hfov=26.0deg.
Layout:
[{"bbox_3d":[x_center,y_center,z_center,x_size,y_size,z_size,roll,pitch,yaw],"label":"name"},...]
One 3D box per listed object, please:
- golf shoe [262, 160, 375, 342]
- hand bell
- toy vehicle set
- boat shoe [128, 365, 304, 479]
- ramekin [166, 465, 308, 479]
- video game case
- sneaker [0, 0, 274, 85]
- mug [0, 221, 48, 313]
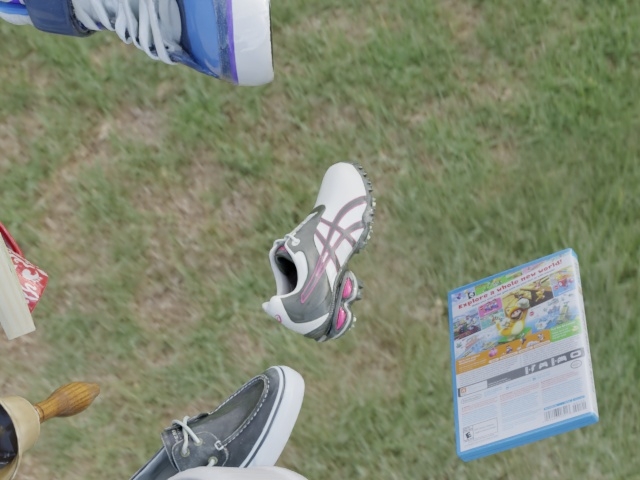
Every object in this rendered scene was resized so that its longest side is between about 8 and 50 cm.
[{"bbox_3d":[0.000,0.000,1.878,0.120,0.105,0.273,21,60,-23],"label":"golf shoe"},{"bbox_3d":[-0.330,0.204,1.616,0.126,0.242,0.126,3,98,24],"label":"hand bell"},{"bbox_3d":[-0.415,-0.029,1.656,0.035,0.267,0.166,-22,36,-10],"label":"toy vehicle set"},{"bbox_3d":[-0.157,0.284,1.781,0.335,0.119,0.121,-51,26,7],"label":"boat shoe"},{"bbox_3d":[-0.111,0.368,1.486,0.273,0.127,0.273,-21,58,39],"label":"ramekin"},{"bbox_3d":[0.163,0.092,1.137,0.119,0.015,0.166,-22,45,25],"label":"video game case"},{"bbox_3d":[-0.178,-0.202,1.148,0.236,0.130,0.323,-9,31,-12],"label":"sneaker"},{"bbox_3d":[-0.466,0.029,1.928,0.169,0.113,0.150,32,67,-18],"label":"mug"}]
